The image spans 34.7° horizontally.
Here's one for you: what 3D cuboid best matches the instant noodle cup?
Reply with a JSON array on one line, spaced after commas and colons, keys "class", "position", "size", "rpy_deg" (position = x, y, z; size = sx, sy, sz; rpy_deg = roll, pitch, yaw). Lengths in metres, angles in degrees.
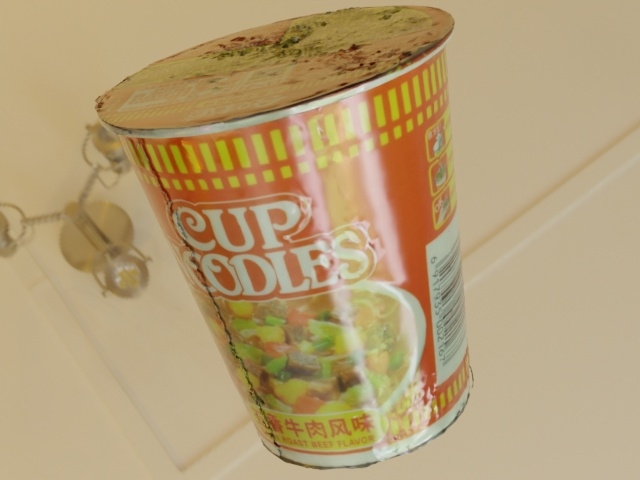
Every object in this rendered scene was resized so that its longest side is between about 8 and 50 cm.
[{"class": "instant noodle cup", "position": [0.000, 0.000, 0.558], "size": [0.193, 0.193, 0.212], "rpy_deg": [-15, -66, 0]}]
